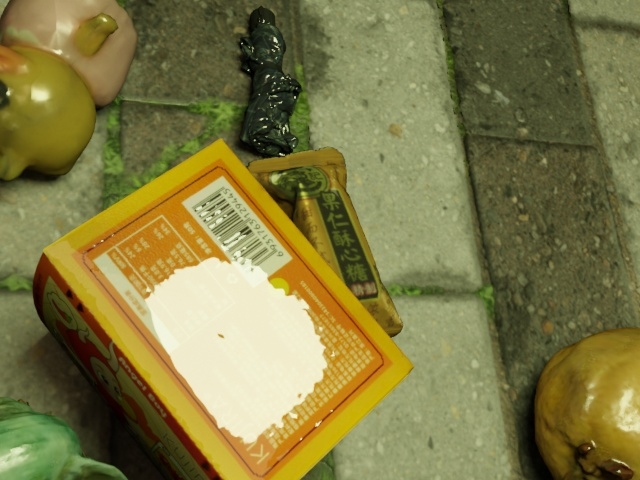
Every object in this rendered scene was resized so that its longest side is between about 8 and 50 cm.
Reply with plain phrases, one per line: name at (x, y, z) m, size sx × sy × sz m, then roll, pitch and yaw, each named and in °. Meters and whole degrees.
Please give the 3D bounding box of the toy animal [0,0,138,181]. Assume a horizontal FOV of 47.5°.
toy animal at (-0.315, -0.191, 0.838) m, size 0.169 × 0.195 × 0.281 m, roll 51°, pitch 48°, yaw -41°

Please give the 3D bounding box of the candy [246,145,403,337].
candy at (0.000, 0.000, 0.900) m, size 0.143 × 0.101 × 0.271 m, roll -5°, pitch 65°, yaw -27°

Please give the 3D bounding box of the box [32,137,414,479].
box at (-0.111, 0.108, 0.724) m, size 0.214 × 0.259 × 0.283 m, roll -36°, pitch 83°, yaw -28°

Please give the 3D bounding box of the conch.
conch at (-0.243, 0.225, 0.610) m, size 0.175 × 0.122 × 0.188 m, roll -15°, pitch 89°, yaw -27°

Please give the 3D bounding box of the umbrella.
umbrella at (-0.066, -0.222, 0.984) m, size 0.080 × 0.071 × 0.224 m, roll 19°, pitch 55°, yaw -42°

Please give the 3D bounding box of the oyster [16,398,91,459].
oyster at (-0.262, 0.283, 0.699) m, size 0.198 × 0.092 × 0.260 m, roll -9°, pitch 75°, yaw -18°

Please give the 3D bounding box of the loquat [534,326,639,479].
loquat at (0.374, 0.218, 0.886) m, size 0.238 × 0.193 × 0.238 m, roll 12°, pitch 56°, yaw -19°
